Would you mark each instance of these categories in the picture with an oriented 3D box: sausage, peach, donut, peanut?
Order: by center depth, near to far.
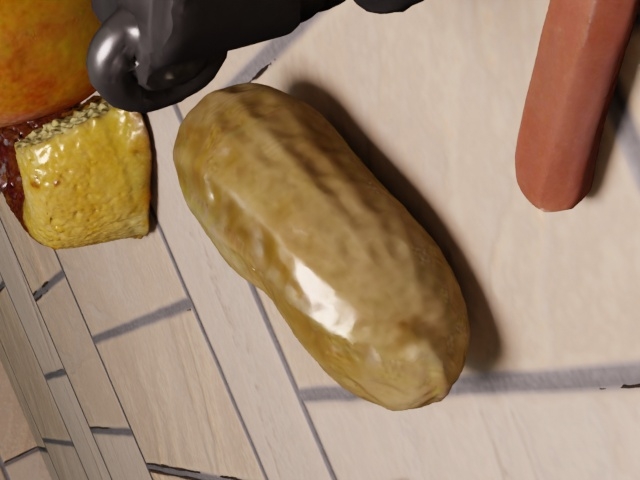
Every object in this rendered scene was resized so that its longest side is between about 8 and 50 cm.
[{"bbox_3d":[0.098,-0.070,0.367,0.035,0.030,0.147,45,147,36],"label":"sausage"},{"bbox_3d":[0.000,0.000,0.549,0.226,0.095,0.108,48,165,28],"label":"peanut"},{"bbox_3d":[-0.240,-0.193,0.704,0.231,0.231,0.231,44,146,40],"label":"peach"},{"bbox_3d":[-0.254,-0.059,0.970,0.295,0.112,0.151,18,125,60],"label":"donut"}]

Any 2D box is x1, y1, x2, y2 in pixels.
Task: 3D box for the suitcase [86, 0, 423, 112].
[{"bbox_3d":[-0.060,-0.270,0.326,0.345,0.188,0.339,55,154,28],"label":"suitcase"}]
